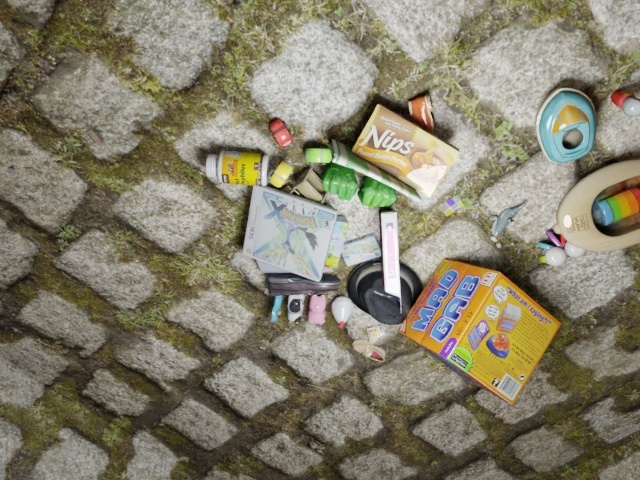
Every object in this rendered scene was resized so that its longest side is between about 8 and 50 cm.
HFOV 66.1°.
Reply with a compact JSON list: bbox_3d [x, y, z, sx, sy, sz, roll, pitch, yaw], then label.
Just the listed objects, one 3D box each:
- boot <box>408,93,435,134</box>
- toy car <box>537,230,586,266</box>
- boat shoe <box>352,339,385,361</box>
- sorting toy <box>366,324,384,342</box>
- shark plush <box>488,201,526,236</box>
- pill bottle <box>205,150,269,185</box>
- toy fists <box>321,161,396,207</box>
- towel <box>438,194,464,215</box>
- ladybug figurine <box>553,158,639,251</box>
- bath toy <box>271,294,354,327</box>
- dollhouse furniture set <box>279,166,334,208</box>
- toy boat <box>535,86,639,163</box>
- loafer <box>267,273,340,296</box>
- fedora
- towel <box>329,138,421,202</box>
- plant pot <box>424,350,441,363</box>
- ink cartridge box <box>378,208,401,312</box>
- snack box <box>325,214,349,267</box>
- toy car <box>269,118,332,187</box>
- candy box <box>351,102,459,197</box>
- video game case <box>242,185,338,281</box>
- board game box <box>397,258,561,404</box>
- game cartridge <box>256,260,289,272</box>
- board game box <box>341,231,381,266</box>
[{"bbox_3d":[0.349,-0.416,1.685,0.084,0.059,0.158,-10,118,18],"label":"boot"},{"bbox_3d":[0.924,0.016,1.894,0.182,0.159,0.136,-28,82,18],"label":"toy car"},{"bbox_3d":[0.226,0.510,2.258,0.170,0.059,0.063,21,120,-11],"label":"boat shoe"},{"bbox_3d":[0.249,0.409,2.207,0.075,0.045,0.083,-14,120,2],"label":"sorting toy"},{"bbox_3d":[0.720,-0.081,1.869,0.161,0.067,0.073,-33,115,20],"label":"shark plush"},{"bbox_3d":[-0.295,-0.260,1.761,0.215,0.117,0.117,4,122,-1],"label":"pill bottle"},{"bbox_3d":[0.138,-0.192,1.775,0.279,0.142,0.096,16,121,-7],"label":"toy fists"},{"bbox_3d":[0.500,-0.132,1.878,0.083,0.009,0.060,-34,114,21],"label":"towel"},{"bbox_3d":[1.043,-0.125,1.751,0.449,0.162,0.305,-18,100,6],"label":"ladybug figurine"},{"bbox_3d":[-0.033,0.301,2.094,0.348,0.129,0.151,4,158,2],"label":"bath toy"},{"bbox_3d":[-0.040,-0.160,1.852,0.161,0.101,0.182,-23,122,43],"label":"dollhouse furniture set"},{"bbox_3d":[0.879,-0.401,1.618,0.318,0.148,0.267,-23,118,16],"label":"toy boat"},{"bbox_3d":[-0.070,0.189,2.032,0.302,0.109,0.095,4,109,4],"label":"loafer"},{"bbox_3d":[0.271,0.237,2.032,0.334,0.152,0.334,1,122,1],"label":"fedora"},{"bbox_3d":[0.180,-0.239,1.686,0.324,0.248,0.038,26,110,-12],"label":"towel"},{"bbox_3d":[0.522,0.505,2.242,0.079,0.083,0.083,28,119,0],"label":"plant pot"},{"bbox_3d":[0.260,0.072,1.835,0.069,0.176,0.371,-5,96,4],"label":"ink cartridge box"},{"bbox_3d":[0.000,0.000,1.910,0.174,0.070,0.207,4,117,-19],"label":"snack box"},{"bbox_3d":[-0.070,-0.303,1.726,0.225,0.053,0.239,1,101,-3],"label":"toy car"},{"bbox_3d":[0.287,-0.307,1.672,0.316,0.087,0.183,31,111,3],"label":"candy box"},{"bbox_3d":[-0.121,-0.027,1.838,0.329,0.036,0.300,19,117,11],"label":"video game case"},{"bbox_3d":[0.596,0.333,1.886,0.356,0.356,0.356,37,83,-19],"label":"board game box"},{"bbox_3d":[-0.173,0.006,1.963,0.196,0.060,0.294,1,122,6],"label":"game cartridge"},{"bbox_3d":[0.161,0.038,1.985,0.154,0.026,0.103,-18,119,13],"label":"board game box"}]
